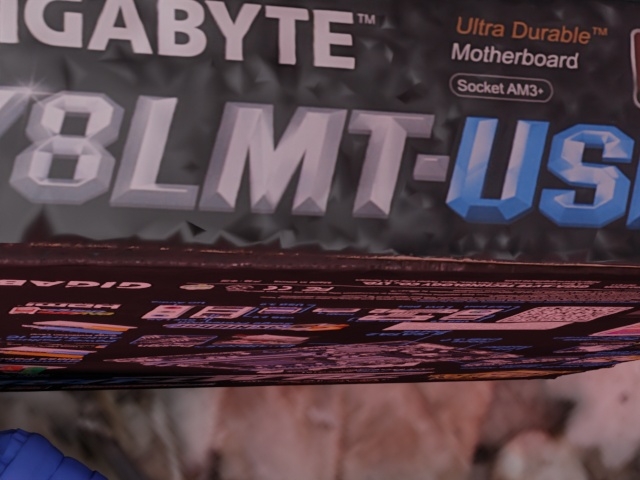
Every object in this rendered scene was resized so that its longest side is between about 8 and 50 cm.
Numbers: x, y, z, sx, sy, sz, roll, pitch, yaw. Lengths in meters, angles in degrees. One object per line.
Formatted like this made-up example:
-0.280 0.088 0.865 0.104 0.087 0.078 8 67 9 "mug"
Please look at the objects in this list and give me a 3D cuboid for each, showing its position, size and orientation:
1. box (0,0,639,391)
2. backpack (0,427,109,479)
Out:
0.000 0.000 0.496 0.295 0.293 0.073 1 81 -18 "box"
-0.110 0.108 0.530 0.101 0.120 0.098 35 72 -10 "backpack"
